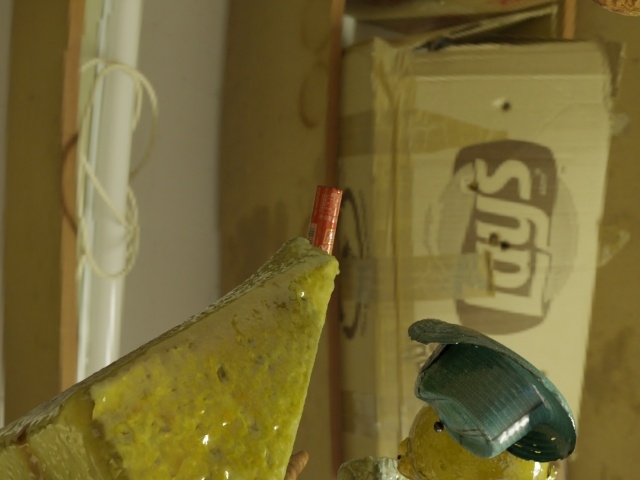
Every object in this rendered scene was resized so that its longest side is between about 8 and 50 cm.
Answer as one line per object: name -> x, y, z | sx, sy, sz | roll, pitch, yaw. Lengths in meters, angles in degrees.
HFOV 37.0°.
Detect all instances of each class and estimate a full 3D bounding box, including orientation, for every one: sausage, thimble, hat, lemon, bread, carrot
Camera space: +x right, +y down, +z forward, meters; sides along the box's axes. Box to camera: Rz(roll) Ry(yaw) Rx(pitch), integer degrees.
sausage -> 0.000, 0.000, 1.151 | 0.034, 0.034, 0.130 | 7, -94, 61
thimble -> 0.098, 0.477, 1.737 | 0.190, 0.137, 0.144 | 88, 2, -65
hat -> 0.122, 0.128, 0.774 | 0.078, 0.138, 0.191 | -44, -167, -9
lemon -> 0.201, 0.277, 1.246 | 0.173, 0.206, 0.174 | -6, 90, -87
bread -> -0.088, 0.174, 0.870 | 0.233, 0.361, 0.245 | -30, -90, 46
carrot -> -0.041, 0.309, 1.296 | 0.165, 0.035, 0.036 | -12, 108, -79

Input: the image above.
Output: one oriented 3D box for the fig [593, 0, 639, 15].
fig -> 0.322, -0.297, 0.958 | 0.146, 0.201, 0.134 | -2, -82, 17
